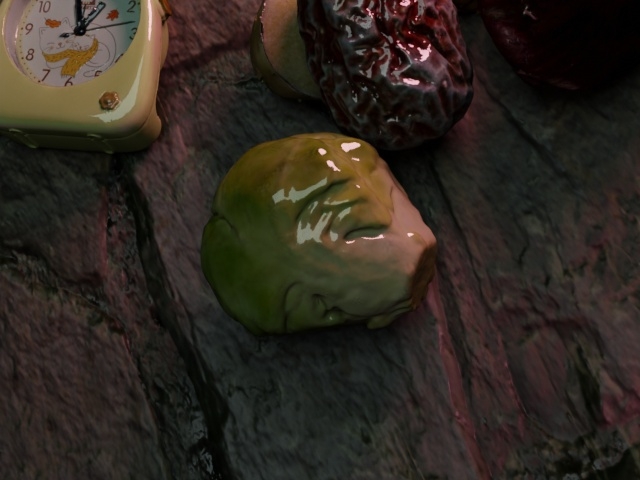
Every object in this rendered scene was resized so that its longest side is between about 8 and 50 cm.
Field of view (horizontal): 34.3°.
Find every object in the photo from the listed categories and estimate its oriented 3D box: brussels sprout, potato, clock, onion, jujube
[{"bbox_3d":[-0.006,-0.012,1.392,0.317,0.242,0.273,-7,79,9],"label":"brussels sprout"},{"bbox_3d":[-0.040,-0.296,1.550,0.117,0.182,0.202,-16,55,52],"label":"potato"},{"bbox_3d":[-0.367,-0.315,1.622,0.286,0.117,0.348,6,75,13],"label":"clock"},{"bbox_3d":[0.357,-0.352,1.401,0.314,0.232,0.313,-5,103,-22],"label":"onion"},{"bbox_3d":[0.085,-0.285,1.442,0.226,0.226,0.317,-20,98,6],"label":"jujube"}]

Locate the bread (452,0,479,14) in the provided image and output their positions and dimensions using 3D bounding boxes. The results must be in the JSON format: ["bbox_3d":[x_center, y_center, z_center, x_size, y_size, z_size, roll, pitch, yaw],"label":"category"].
[{"bbox_3d":[0.204,-0.451,1.556,0.182,0.096,0.222,16,78,18],"label":"bread"}]
